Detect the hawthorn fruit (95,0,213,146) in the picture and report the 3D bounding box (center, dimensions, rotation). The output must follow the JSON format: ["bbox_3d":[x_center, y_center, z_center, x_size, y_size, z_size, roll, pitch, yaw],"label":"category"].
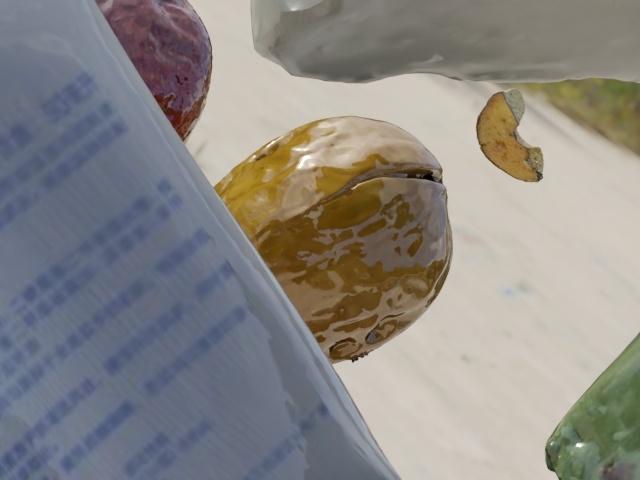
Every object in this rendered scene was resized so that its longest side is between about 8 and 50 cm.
[{"bbox_3d":[-0.242,-0.163,1.768,0.266,0.210,0.230,4,67,-48],"label":"hawthorn fruit"}]

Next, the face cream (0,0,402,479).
[{"bbox_3d":[-0.078,0.088,0.701,0.137,0.235,0.420,-13,-66,54],"label":"face cream"}]

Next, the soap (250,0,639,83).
[{"bbox_3d":[0.128,-0.304,0.982,0.350,0.213,0.435,4,63,-14],"label":"soap"}]

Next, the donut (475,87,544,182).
[{"bbox_3d":[0.184,-0.098,1.709,0.083,0.067,0.038,35,29,2],"label":"donut"}]

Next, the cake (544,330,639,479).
[{"bbox_3d":[0.237,0.049,0.691,0.158,0.283,0.172,48,5,28],"label":"cake"}]

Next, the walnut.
[{"bbox_3d":[-0.001,0.001,1.269,0.167,0.211,0.087,56,-4,7],"label":"walnut"}]
